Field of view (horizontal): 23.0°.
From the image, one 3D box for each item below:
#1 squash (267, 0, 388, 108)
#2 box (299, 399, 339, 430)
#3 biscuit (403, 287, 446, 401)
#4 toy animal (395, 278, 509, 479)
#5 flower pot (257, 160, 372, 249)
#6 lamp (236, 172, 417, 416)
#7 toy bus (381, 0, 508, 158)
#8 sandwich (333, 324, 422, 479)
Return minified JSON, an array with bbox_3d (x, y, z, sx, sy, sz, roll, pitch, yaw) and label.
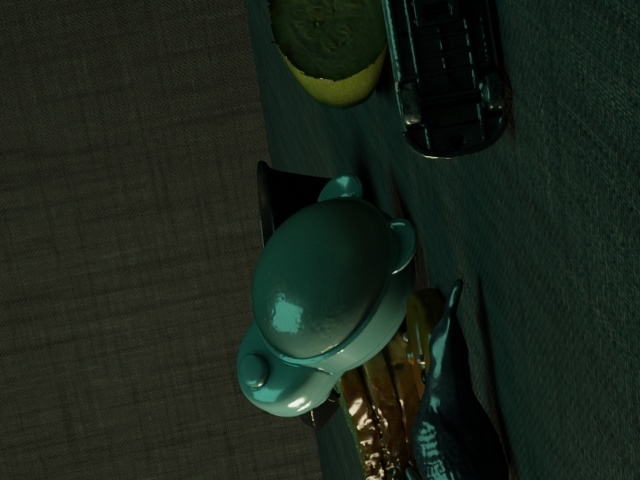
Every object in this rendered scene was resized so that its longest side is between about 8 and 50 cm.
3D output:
[{"bbox_3d":[0.017,-0.191,1.719,0.287,0.137,0.137,83,175,-69],"label":"squash"},{"bbox_3d":[0.021,0.158,2.278,0.201,0.042,0.213,-50,-36,-37],"label":"box"},{"bbox_3d":[0.118,0.137,1.667,0.170,0.050,0.170,169,90,-86],"label":"biscuit"},{"bbox_3d":[0.134,0.236,1.486,0.206,0.081,0.367,132,127,-70],"label":"toy animal"},{"bbox_3d":[0.000,0.000,2.122,0.235,0.148,0.235,173,90,-85],"label":"flower pot"},{"bbox_3d":[-0.001,0.073,1.834,0.209,0.147,0.284,46,121,50],"label":"lamp"},{"bbox_3d":[0.088,-0.162,1.197,0.089,0.087,0.194,-91,-10,-80],"label":"toy bus"},{"bbox_3d":[0.062,0.164,2.074,0.288,0.099,0.254,-110,5,-64],"label":"sandwich"}]
